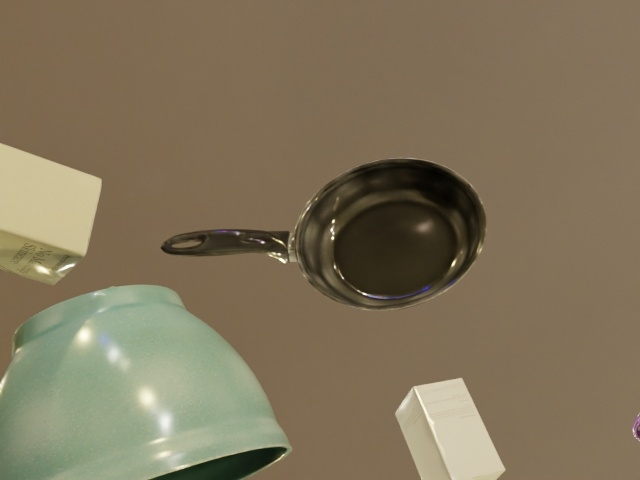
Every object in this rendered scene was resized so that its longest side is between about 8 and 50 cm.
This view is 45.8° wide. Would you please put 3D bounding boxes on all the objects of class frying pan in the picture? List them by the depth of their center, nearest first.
[{"bbox_3d":[0.012,0.020,0.776,0.053,0.326,0.197,69,-3,-49],"label":"frying pan"}]

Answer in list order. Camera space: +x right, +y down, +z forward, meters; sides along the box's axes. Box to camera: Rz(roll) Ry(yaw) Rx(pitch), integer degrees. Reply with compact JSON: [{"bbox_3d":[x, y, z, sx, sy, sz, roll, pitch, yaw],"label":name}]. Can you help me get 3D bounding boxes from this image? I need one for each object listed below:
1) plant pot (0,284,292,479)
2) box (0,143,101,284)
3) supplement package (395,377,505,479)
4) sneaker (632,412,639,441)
[{"bbox_3d":[-0.199,0.165,0.755,0.293,0.293,0.196,-41,-118,42],"label":"plant pot"},{"bbox_3d":[-0.369,-0.047,0.742,0.113,0.275,0.094,-31,-133,50],"label":"box"},{"bbox_3d":[0.220,0.348,1.317,0.105,0.105,0.179,111,-34,-47],"label":"supplement package"},{"bbox_3d":[0.513,0.259,1.105,0.170,0.071,0.068,-52,-130,55],"label":"sneaker"}]
